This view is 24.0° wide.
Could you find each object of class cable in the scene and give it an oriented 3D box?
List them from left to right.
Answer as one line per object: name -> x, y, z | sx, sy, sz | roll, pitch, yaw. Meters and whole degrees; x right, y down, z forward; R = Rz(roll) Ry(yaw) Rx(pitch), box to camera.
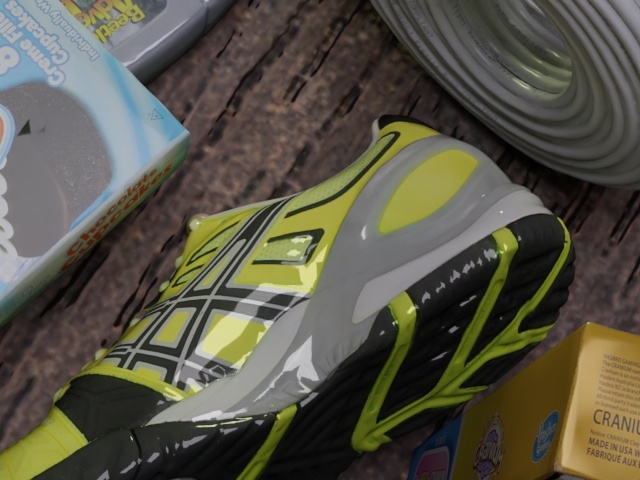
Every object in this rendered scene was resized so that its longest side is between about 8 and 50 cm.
cable -> 0.123, -0.140, 0.841 | 0.089, 0.257, 0.257 | -44, 50, -14

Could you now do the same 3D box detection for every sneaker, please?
sneaker -> -0.051, 0.075, 0.827 | 0.385, 0.145, 0.147 | -31, 52, -9

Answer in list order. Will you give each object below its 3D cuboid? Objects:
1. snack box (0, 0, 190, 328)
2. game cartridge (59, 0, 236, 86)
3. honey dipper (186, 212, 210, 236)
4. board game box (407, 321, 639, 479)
snack box -> -0.248, -0.102, 0.818 | 0.322, 0.060, 0.187 | 45, 76, 5
game cartridge -> -0.189, -0.157, 0.905 | 0.294, 0.060, 0.196 | -33, 85, -17
honey dipper -> 0.000, 0.000, 0.902 | 0.161, 0.030, 0.030 | 8, 72, -3
board game box -> 0.186, 0.136, 0.739 | 0.242, 0.316, 0.064 | 15, 71, -5
